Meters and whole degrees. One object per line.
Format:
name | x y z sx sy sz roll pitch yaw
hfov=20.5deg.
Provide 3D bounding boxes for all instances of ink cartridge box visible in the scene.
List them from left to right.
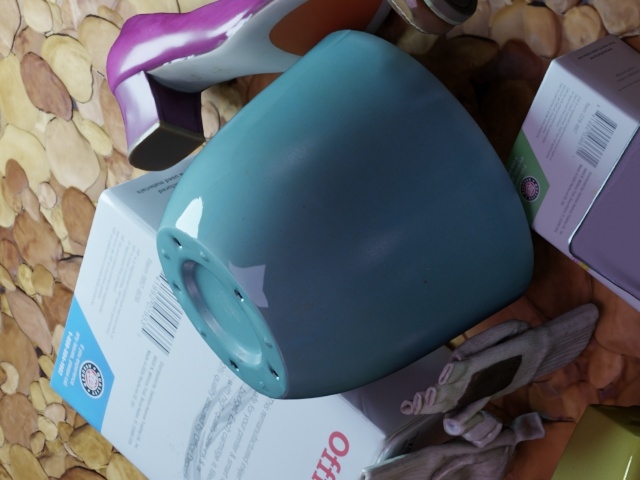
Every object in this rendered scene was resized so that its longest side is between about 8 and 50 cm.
ink cartridge box | -0.066 0.144 1.793 0.395 0.166 0.285 40 132 23
ink cartridge box | 0.268 -0.043 1.457 0.212 0.093 0.154 41 132 24

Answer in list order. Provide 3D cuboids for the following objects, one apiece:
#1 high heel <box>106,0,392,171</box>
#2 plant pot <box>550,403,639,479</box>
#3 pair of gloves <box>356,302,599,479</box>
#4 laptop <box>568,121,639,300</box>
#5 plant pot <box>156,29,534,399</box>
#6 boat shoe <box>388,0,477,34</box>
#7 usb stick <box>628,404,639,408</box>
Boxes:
high heel | -0.074 -0.229 1.686 0.377 0.127 0.181 -31 54 30
plant pot | 0.296 0.243 1.458 0.212 0.212 0.187 -143 60 -79
pair of gloves | 0.141 0.164 1.590 0.042 0.204 0.240 53 137 31
laptop | 0.439 -0.081 1.083 0.382 0.408 0.236 35 147 14
plant pot | 0.000 0.000 1.549 0.293 0.235 0.293 45 157 24
boat shoe | 0.033 -0.280 1.506 0.104 0.111 0.307 -38 57 24
usb stick | 0.288 0.279 1.623 0.077 0.045 0.278 19 121 27
